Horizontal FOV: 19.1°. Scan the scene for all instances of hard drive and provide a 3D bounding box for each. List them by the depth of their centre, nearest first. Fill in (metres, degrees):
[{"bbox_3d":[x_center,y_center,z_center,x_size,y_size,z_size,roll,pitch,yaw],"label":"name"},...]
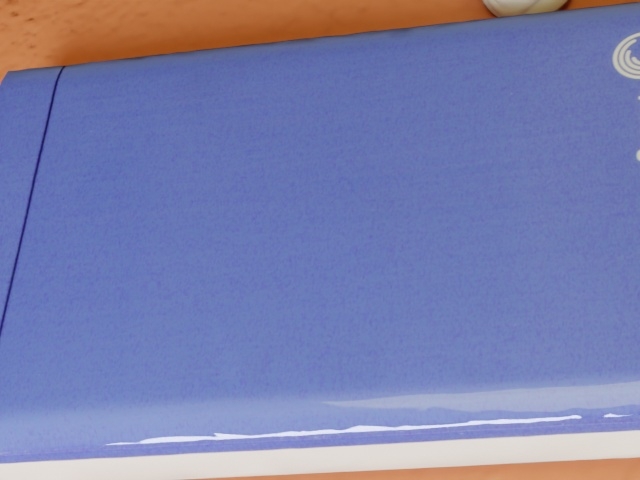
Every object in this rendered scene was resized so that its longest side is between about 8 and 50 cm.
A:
[{"bbox_3d":[0.000,0.000,0.802,0.318,0.040,0.210,-5,53,15],"label":"hard drive"}]

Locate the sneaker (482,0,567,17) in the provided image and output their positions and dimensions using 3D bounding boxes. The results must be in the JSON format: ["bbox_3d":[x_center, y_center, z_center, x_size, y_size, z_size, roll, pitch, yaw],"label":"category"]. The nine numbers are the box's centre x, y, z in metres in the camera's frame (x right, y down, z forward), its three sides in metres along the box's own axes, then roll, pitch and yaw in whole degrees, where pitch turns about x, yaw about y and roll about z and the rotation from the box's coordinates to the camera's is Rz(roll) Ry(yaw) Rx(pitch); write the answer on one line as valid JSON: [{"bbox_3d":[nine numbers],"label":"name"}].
[{"bbox_3d":[0.071,-0.169,0.895,0.053,0.061,0.152,-30,50,-4],"label":"sneaker"}]
